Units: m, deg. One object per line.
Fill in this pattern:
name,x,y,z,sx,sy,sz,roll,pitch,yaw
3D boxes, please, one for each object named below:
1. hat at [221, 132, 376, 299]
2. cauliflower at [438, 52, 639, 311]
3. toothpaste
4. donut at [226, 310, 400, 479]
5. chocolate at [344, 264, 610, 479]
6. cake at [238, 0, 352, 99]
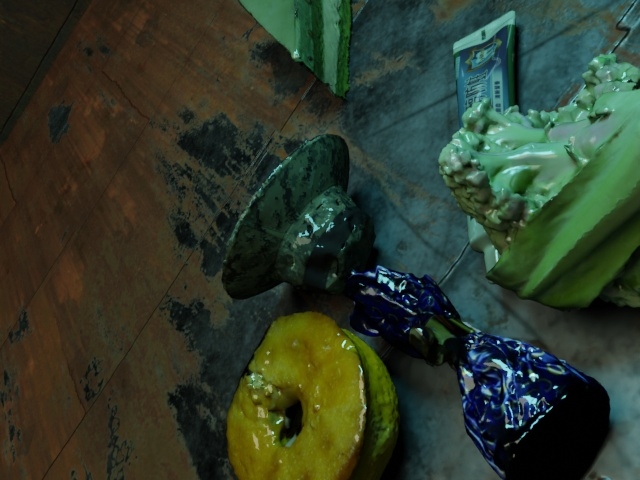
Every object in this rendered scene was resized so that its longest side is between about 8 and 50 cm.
hat,0.000,0.000,0.856,0.128,0.265,0.265,33,93,18
cauliflower,0.251,-0.059,0.566,0.256,0.239,0.315,63,163,14
toothpaste,0.209,-0.125,0.790,0.099,0.061,0.392,-22,52,39
donut,-0.016,0.213,0.765,0.253,0.118,0.253,-17,69,49
chocolate,0.129,0.107,0.681,0.126,0.148,0.343,-55,44,6
cake,-0.049,-0.352,1.113,0.172,0.158,0.283,-22,57,37
